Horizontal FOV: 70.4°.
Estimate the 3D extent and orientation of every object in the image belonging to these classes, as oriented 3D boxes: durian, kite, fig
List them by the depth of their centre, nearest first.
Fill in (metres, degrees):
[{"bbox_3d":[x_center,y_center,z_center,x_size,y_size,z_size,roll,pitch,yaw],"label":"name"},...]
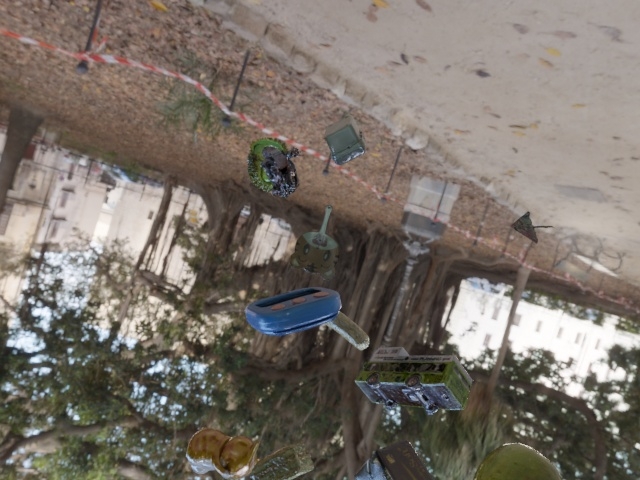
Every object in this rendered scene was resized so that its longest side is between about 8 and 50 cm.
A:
[{"bbox_3d":[0.637,0.817,1.492,0.327,0.257,0.258,1,-169,-34],"label":"fig"},{"bbox_3d":[0.735,-0.046,1.574,0.157,0.139,0.011,0,149,-1],"label":"kite"},{"bbox_3d":[-0.214,-0.313,1.931,0.200,0.236,0.176,-19,173,-17],"label":"durian"}]

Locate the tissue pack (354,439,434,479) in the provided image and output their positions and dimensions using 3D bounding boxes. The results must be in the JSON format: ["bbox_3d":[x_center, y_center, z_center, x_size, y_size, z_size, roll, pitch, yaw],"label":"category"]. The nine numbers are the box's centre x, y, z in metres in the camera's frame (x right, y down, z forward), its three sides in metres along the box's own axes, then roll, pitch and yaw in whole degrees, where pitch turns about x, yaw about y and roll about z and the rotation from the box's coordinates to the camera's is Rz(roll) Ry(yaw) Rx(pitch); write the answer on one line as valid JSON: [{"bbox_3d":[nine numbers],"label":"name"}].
[{"bbox_3d":[0.312,0.927,1.592,0.198,0.210,0.370,4,-144,-41],"label":"tissue pack"}]

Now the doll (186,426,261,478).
[{"bbox_3d":[-0.365,0.791,1.680,0.270,0.166,0.162,11,-137,18],"label":"doll"}]

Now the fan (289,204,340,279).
[{"bbox_3d":[0.000,0.000,1.404,0.153,0.226,0.008,17,-179,6],"label":"fan"}]

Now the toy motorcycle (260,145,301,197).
[{"bbox_3d":[-0.142,-0.263,1.642,0.134,0.207,0.401,-22,-175,-7],"label":"toy motorcycle"}]

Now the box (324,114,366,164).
[{"bbox_3d":[0.095,-0.391,1.761,0.129,0.148,0.210,59,-163,-22],"label":"box"}]

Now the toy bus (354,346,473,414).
[{"bbox_3d":[0.237,0.354,1.165,0.302,0.139,0.113,-17,116,50],"label":"toy bus"}]

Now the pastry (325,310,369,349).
[{"bbox_3d":[0.116,0.402,2.068,0.258,0.089,0.121,37,154,32],"label":"pastry"}]

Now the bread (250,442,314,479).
[{"bbox_3d":[-0.136,0.774,1.551,0.138,0.196,0.102,34,-152,-60],"label":"bread"}]

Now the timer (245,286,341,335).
[{"bbox_3d":[-0.103,0.269,1.755,0.340,0.115,0.309,-13,-173,-25],"label":"timer"}]
